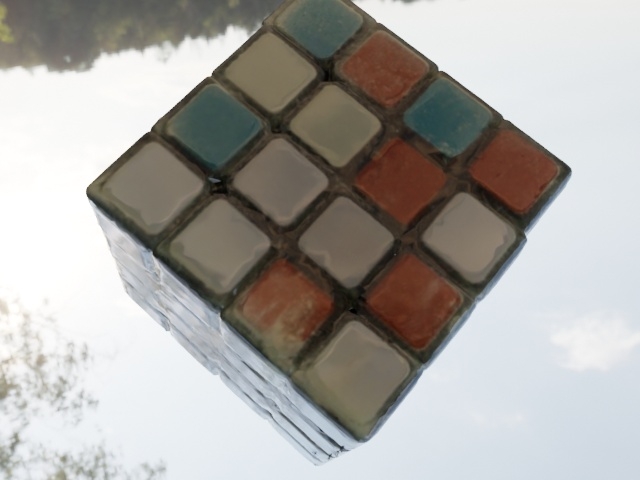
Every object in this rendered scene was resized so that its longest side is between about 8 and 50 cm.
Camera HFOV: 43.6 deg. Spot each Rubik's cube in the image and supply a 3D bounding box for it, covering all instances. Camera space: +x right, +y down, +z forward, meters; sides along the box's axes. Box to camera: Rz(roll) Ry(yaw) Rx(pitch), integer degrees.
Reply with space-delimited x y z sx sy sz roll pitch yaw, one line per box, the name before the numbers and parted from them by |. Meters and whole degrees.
Rubik's cube | 0.000 0.001 0.653 0.256 0.259 0.253 40 -110 9
